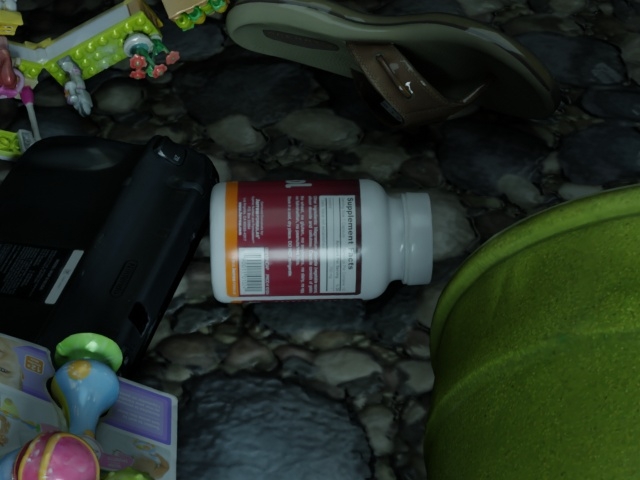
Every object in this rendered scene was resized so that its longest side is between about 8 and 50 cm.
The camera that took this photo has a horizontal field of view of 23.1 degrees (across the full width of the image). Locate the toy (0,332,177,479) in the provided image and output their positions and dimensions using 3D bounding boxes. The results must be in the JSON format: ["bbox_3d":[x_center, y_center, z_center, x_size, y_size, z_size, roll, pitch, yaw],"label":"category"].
[{"bbox_3d":[-0.132,0.136,0.878,0.137,0.056,0.237,23,30,-22],"label":"toy"}]

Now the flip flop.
[{"bbox_3d":[0.051,-0.131,1.228,0.277,0.112,0.080,14,71,11],"label":"flip flop"}]

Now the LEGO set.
[{"bbox_3d":[-0.204,-0.133,1.217,0.287,0.132,0.107,-6,53,-19],"label":"LEGO set"}]

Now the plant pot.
[{"bbox_3d":[0.191,0.221,0.705,0.366,0.366,0.353,10,56,11],"label":"plant pot"}]

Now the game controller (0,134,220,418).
[{"bbox_3d":[-0.187,0.035,1.088,0.166,0.067,0.319,0,41,22],"label":"game controller"}]

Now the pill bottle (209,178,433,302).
[{"bbox_3d":[0.000,0.000,1.093,0.152,0.086,0.086,-1,44,-2],"label":"pill bottle"}]
